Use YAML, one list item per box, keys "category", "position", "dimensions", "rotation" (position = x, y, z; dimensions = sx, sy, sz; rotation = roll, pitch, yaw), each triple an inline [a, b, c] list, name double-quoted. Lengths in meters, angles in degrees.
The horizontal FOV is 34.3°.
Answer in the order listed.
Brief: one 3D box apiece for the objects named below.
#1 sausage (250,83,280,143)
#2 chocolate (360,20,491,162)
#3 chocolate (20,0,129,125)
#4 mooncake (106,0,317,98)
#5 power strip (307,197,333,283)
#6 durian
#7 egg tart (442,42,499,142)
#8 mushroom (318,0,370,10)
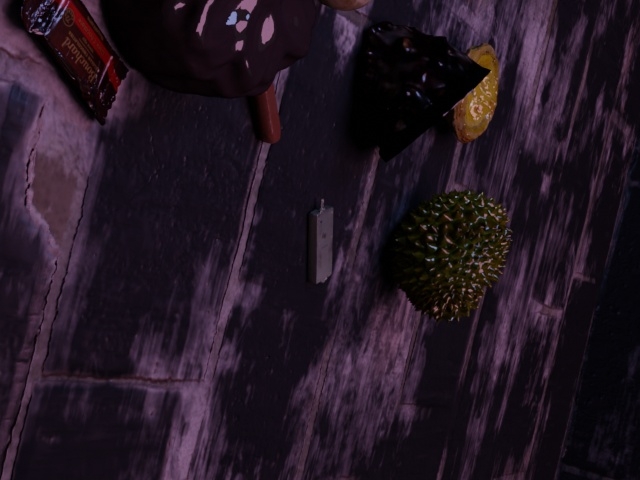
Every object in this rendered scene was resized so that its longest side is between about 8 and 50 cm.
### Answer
- category: "sausage"
  position: [-0.076, -0.192, 1.366]
  dimensions: [0.035, 0.030, 0.147]
  rotation: [-49, 141, -41]
- category: "chocolate"
  position: [0.125, -0.255, 1.625]
  dimensions: [0.177, 0.206, 0.224]
  rotation: [50, 31, -1]
- category: "chocolate"
  position: [-0.251, -0.199, 1.063]
  dimensions: [0.182, 0.028, 0.086]
  rotation: [56, 46, -54]
- category: "mooncake"
  position: [-0.108, -0.298, 1.161]
  dimensions: [0.283, 0.141, 0.283]
  rotation: [-26, 122, -52]
- category: "power strip"
  position: [0.000, 0.000, 1.589]
  dimensions: [0.051, 0.019, 0.136]
  rotation: [-29, 126, -51]
- category: "durian"
  position: [0.230, 0.013, 1.813]
  dimensions: [0.237, 0.200, 0.176]
  rotation: [-55, 164, -24]
- category: "egg tart"
  position: [0.266, -0.269, 1.889]
  dimensions: [0.191, 0.074, 0.191]
  rotation: [-34, 131, -52]
- category: "mushroom"
  position: [0.040, -0.394, 1.391]
  dimensions: [0.166, 0.127, 0.166]
  rotation: [-16, 109, -53]
